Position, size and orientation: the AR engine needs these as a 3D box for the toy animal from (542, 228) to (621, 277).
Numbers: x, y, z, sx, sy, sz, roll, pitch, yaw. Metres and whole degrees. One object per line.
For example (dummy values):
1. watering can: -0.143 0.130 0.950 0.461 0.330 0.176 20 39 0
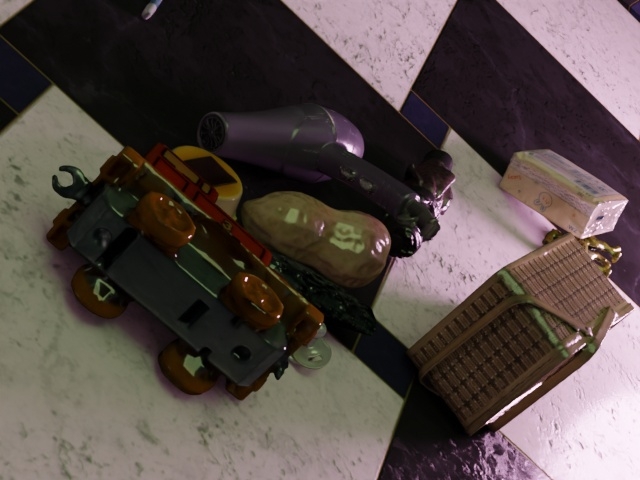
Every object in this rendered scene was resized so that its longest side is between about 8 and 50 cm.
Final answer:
1. toy animal: 0.489 0.014 2.546 0.136 0.073 0.181 43 35 5

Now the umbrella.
1. umbrella: 0.164 -0.064 2.216 0.094 0.090 0.326 26 32 6

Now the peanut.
1. peanut: 0.000 0.000 1.926 0.256 0.123 0.124 18 43 -39

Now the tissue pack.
1. tissue pack: 0.452 -0.090 2.537 0.196 0.092 0.148 38 26 27

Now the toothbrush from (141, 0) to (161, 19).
1. toothbrush: -0.241 -0.416 2.174 0.025 0.019 0.276 45 31 -21

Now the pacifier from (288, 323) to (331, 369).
1. pacifier: -0.017 0.130 1.818 0.068 0.064 0.083 -6 59 -33

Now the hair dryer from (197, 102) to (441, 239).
1. hair dryer: 0.029 -0.097 1.941 0.361 0.121 0.301 31 19 36

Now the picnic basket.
1. picnic basket: 0.304 0.145 2.036 0.175 0.228 0.313 52 31 11

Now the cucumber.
1. cucumber: -0.012 0.066 1.868 0.211 0.062 0.078 22 8 -32

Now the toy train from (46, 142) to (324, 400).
1. toy train: -0.170 0.023 1.667 0.369 0.163 0.232 41 24 -11

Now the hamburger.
1. hamburger: -0.164 -0.060 1.829 0.141 0.081 0.126 37 29 5
